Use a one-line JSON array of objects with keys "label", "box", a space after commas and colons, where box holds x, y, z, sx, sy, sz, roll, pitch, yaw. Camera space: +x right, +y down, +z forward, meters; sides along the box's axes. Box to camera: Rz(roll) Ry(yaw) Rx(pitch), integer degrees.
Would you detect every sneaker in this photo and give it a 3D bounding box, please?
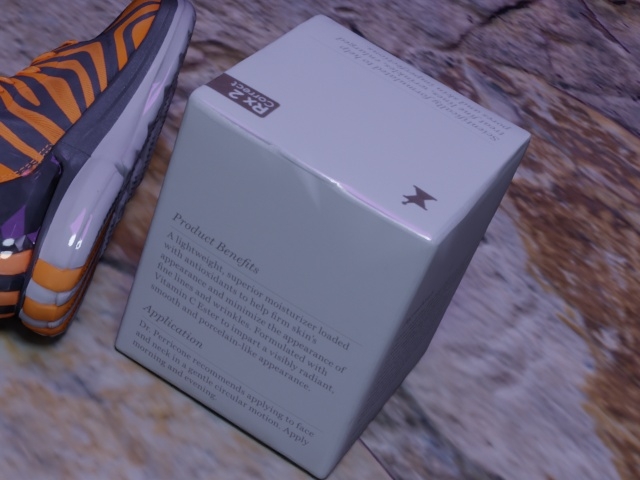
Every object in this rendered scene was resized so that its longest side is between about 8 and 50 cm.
[{"label": "sneaker", "box": [-0.191, -0.088, 0.839, 0.180, 0.124, 0.321, 21, 35, -4]}]

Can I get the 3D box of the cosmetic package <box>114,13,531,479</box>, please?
[{"label": "cosmetic package", "box": [0.000, 0.000, 0.775, 0.151, 0.184, 0.151, 32, 36, 12]}]
